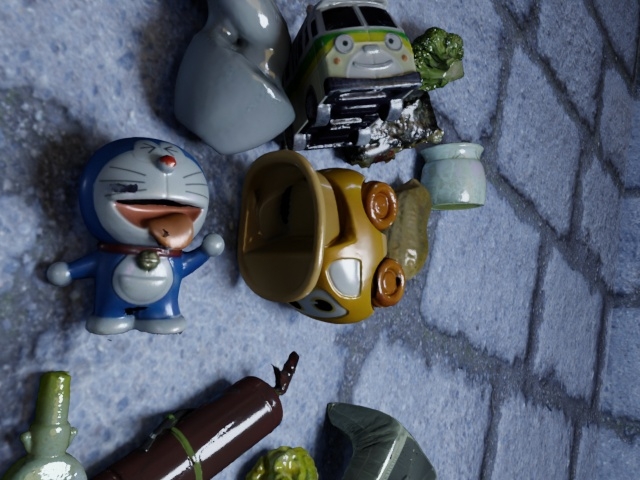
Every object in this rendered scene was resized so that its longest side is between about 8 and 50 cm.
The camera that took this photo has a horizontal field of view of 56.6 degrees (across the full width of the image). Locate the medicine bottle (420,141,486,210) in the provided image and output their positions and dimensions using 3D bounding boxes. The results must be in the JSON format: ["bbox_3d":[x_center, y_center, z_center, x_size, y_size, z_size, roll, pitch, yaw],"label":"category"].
[{"bbox_3d":[0.300,-0.144,1.350,0.147,0.147,0.143,4,84,-48],"label":"medicine bottle"}]

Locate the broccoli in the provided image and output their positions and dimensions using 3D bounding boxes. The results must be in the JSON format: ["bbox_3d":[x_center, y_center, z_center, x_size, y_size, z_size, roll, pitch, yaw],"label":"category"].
[{"bbox_3d":[0.248,-0.394,1.312,0.162,0.138,0.145,-2,121,-36],"label":"broccoli"}]

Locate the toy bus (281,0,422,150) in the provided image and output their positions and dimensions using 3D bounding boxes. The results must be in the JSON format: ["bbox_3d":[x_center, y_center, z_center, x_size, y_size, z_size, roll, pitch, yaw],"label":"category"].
[{"bbox_3d":[0.027,-0.254,0.932,0.143,0.305,0.178,-7,86,-16],"label":"toy bus"}]

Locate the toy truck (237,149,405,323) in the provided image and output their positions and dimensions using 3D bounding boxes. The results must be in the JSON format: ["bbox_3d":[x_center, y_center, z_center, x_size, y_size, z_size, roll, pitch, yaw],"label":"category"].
[{"bbox_3d":[0.000,0.000,0.975,0.212,0.204,0.287,-5,93,-45],"label":"toy truck"}]

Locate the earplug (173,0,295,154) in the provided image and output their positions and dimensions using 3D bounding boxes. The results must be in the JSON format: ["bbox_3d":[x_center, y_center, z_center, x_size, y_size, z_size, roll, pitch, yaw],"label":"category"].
[{"bbox_3d":[-0.130,-0.288,0.874,0.214,0.175,0.325,29,57,-78],"label":"earplug"}]

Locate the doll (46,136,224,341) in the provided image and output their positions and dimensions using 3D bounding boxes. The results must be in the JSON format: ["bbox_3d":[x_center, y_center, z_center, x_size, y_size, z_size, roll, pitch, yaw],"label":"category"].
[{"bbox_3d":[-0.232,-0.004,0.760,0.215,0.161,0.256,1,92,-22],"label":"doll"}]

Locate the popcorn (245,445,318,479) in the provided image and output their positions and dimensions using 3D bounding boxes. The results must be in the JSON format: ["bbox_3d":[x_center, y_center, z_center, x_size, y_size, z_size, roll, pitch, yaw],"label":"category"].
[{"bbox_3d":[-0.057,0.411,0.965,0.126,0.126,0.145,28,40,-58],"label":"popcorn"}]

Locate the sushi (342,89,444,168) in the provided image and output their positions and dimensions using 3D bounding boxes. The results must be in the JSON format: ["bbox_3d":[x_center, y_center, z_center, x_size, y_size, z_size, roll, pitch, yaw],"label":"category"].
[{"bbox_3d":[0.123,-0.220,1.177,0.213,0.147,0.114,-27,116,-26],"label":"sushi"}]

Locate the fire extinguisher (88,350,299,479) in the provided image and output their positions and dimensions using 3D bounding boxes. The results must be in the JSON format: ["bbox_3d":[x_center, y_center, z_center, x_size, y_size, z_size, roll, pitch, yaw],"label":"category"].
[{"bbox_3d":[-0.159,0.273,0.854,0.341,0.105,0.141,-29,148,-41],"label":"fire extinguisher"}]

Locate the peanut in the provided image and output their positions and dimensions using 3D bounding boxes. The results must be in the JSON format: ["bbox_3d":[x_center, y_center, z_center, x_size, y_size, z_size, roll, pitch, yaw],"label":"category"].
[{"bbox_3d":[0.177,-0.023,1.246,0.120,0.110,0.236,27,60,-21],"label":"peanut"}]

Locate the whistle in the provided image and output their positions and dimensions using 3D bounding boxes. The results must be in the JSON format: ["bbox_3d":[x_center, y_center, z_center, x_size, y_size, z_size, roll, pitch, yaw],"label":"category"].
[{"bbox_3d":[-0.327,0.259,0.717,0.104,0.057,0.198,12,81,-46],"label":"whistle"}]

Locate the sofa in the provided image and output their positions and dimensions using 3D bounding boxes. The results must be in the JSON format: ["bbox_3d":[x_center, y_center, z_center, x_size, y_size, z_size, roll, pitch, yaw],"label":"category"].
[{"bbox_3d":[0.077,0.442,1.070,0.210,0.176,0.225,55,53,-32],"label":"sofa"}]
